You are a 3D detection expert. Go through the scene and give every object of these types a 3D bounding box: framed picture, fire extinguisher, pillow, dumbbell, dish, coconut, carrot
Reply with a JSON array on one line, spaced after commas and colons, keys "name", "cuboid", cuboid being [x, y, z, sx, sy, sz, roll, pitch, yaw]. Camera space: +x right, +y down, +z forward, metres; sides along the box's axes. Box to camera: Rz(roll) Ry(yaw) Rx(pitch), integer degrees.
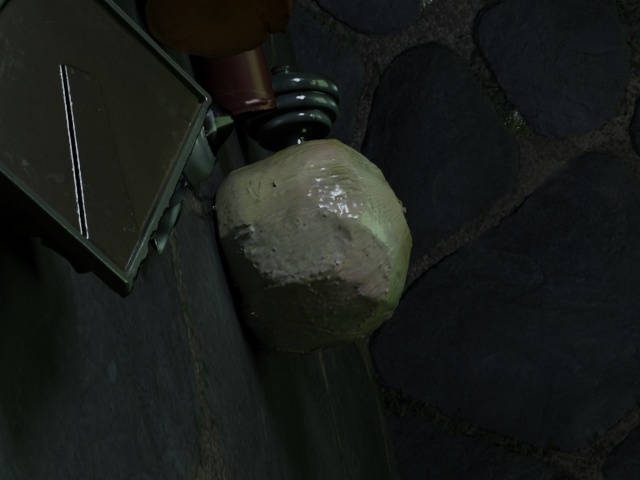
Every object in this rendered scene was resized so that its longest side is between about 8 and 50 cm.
[{"name": "framed picture", "cuboid": [-0.192, -0.109, 1.295, 0.213, 0.016, 0.289, 44, 31, -19]}, {"name": "fire extinguisher", "cuboid": [-0.158, -0.339, 2.415, 0.147, 0.107, 0.337, 162, -85, -71]}, {"name": "pillow", "cuboid": [-0.178, -0.044, 1.787, 0.135, 0.055, 0.091, -72, 179, -73]}, {"name": "dumbbell", "cuboid": [-0.027, -0.094, 2.616, 0.179, 0.179, 0.406, 57, 20, -70]}, {"name": "dish", "cuboid": [-0.148, -0.148, 2.144, 0.141, 0.078, 0.141, -14, 90, -84]}, {"name": "coconut", "cuboid": [0.000, 0.000, 2.317, 0.297, 0.255, 0.297, -13, 90, -85]}, {"name": "carrot", "cuboid": [-0.150, -0.389, 2.166, 0.196, 0.196, 0.254, 67, 9, -55]}]

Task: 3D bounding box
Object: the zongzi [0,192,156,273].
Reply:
[{"name": "zongzi", "cuboid": [-0.236, -0.091, 1.311, 0.204, 0.094, 0.204, 24, 43, -60]}]
